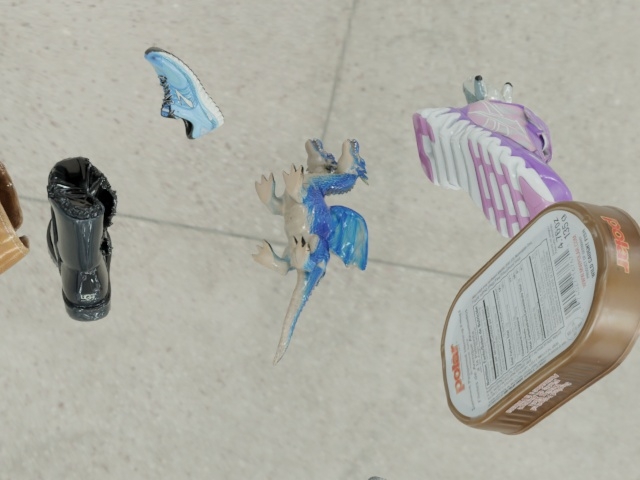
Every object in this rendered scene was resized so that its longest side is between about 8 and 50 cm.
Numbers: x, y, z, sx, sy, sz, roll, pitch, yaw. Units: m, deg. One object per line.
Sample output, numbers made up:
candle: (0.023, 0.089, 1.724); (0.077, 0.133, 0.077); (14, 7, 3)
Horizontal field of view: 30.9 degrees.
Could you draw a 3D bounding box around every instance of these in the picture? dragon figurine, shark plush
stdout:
dragon figurine: (0.000, 0.000, 1.332); (0.144, 0.085, 0.289); (16, 63, -46)
shark plush: (0.246, -0.166, 1.680); (0.073, 0.067, 0.161); (-9, 80, -42)

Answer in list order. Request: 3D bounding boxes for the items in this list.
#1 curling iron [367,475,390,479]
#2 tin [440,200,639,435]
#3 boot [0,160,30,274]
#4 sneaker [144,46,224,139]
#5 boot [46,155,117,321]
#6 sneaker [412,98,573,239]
curling iron: (0.104, 0.198, 0.715); (0.274, 0.035, 0.068); (44, 52, -45)
tin: (0.131, 0.049, 0.717); (0.040, 0.190, 0.106); (14, 53, -20)
boot: (-0.228, 0.040, 0.635); (0.152, 0.197, 0.073); (-24, 142, -1)
sneaker: (-0.209, -0.212, 1.698); (0.073, 0.063, 0.162); (-41, 120, -9)
boot: (-0.339, -0.036, 1.638); (0.094, 0.246, 0.207); (-4, 128, -15)
sneaker: (0.176, -0.079, 1.072); (0.104, 0.236, 0.095); (-19, 118, -13)
